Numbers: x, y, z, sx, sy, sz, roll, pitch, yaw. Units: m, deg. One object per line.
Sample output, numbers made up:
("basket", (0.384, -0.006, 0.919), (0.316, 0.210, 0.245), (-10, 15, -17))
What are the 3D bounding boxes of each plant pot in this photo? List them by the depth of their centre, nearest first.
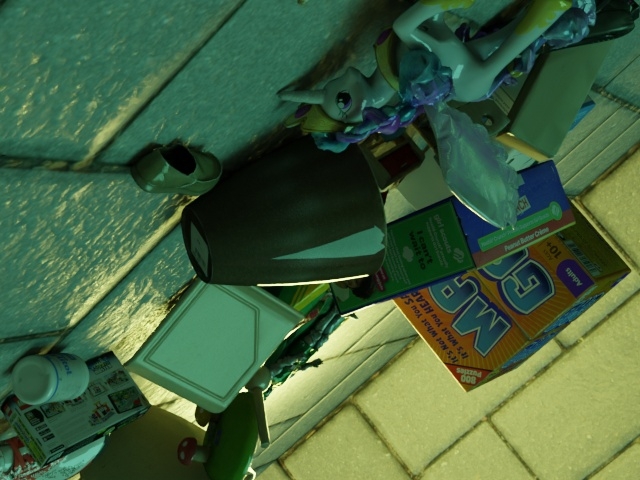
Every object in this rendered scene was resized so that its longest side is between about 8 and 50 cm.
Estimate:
("plant pot", (-0.062, -0.023, 1.691), (0.230, 0.215, 0.215), (-18, 159, -22))

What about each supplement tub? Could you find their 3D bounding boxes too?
("supplement tub", (-0.384, 0.196, 1.783), (0.071, 0.071, 0.107), (-42, 167, 12))

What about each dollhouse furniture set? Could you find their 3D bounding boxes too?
("dollhouse furniture set", (0.174, -0.157, 1.957), (0.184, 0.129, 0.129), (-32, 164, -25))

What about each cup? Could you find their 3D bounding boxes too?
("cup", (-0.328, 0.456, 2.397), (0.331, 0.237, 0.331), (-37, 166, -11))

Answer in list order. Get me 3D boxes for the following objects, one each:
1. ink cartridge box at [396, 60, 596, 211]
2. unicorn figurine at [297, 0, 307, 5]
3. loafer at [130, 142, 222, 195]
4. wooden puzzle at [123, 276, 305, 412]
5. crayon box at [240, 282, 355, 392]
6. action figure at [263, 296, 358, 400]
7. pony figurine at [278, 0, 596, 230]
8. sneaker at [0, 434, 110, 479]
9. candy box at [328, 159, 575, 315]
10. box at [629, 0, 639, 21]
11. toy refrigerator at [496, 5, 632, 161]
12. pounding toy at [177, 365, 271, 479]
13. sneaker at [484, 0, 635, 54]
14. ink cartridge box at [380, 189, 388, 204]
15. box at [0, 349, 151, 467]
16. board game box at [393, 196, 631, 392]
("ink cartridge box", (0.315, -0.171, 2.268), (0.223, 0.129, 0.307), (-24, 160, -48))
("unicorn figurine", (-0.002, -0.293, 1.261), (0.111, 0.060, 0.162), (-42, -178, 13))
("loafer", (-0.161, -0.086, 1.490), (0.050, 0.056, 0.148), (-40, 168, 30))
("wooden puzzle", (-0.173, 0.159, 2.044), (0.238, 0.044, 0.221), (-47, 131, 9))
("crayon box", (-0.083, 0.142, 2.299), (0.313, 0.106, 0.363), (-38, 165, -8))
("action figure", (-0.035, 0.201, 2.252), (0.232, 0.063, 0.137), (-45, 154, 7))
("pony figurine", (0.171, -0.215, 1.588), (0.351, 0.302, 0.363), (19, 131, -36))
("sneaker", (-0.460, 0.334, 1.902), (0.270, 0.090, 0.145), (-22, 165, 2))
("candy box", (0.200, -0.002, 1.994), (0.268, 0.122, 0.317), (-20, 176, -42))
("box", (0.486, -0.394, 2.090), (0.052, 0.083, 0.062), (-41, 166, 5))
("toy refrigerator", (0.390, -0.264, 1.997), (0.269, 0.094, 0.102), (-63, -177, -4))
("pounding toy", (-0.177, 0.329, 2.195), (0.110, 0.183, 0.237), (17, 137, -18))
("sneaker", (0.352, -0.356, 1.906), (0.228, 0.130, 0.087), (-12, 172, 5))
("ink cartridge box", (0.000, 0.000, 2.025), (0.225, 0.056, 0.181), (-12, 160, -9))
("box", (-0.370, 0.254, 1.913), (0.207, 0.114, 0.036), (-23, 159, -46))
("board game box", (0.385, 0.057, 2.688), (0.356, 0.356, 0.356), (-44, 165, 21))
